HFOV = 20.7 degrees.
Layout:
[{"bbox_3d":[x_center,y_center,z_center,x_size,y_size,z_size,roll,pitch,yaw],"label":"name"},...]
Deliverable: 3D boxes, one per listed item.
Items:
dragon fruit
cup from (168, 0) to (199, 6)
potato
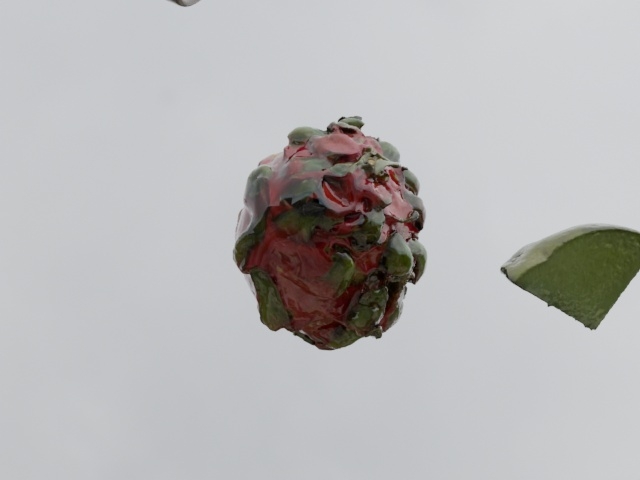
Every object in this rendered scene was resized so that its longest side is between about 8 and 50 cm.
[{"bbox_3d":[0.012,0.002,2.111,0.237,0.231,0.302,7,-58,4],"label":"dragon fruit"},{"bbox_3d":[-0.086,-0.355,1.429,0.208,0.273,0.288,48,-46,-2],"label":"cup"},{"bbox_3d":[0.263,0.010,1.858,0.149,0.081,0.120,28,-80,-38],"label":"potato"}]
